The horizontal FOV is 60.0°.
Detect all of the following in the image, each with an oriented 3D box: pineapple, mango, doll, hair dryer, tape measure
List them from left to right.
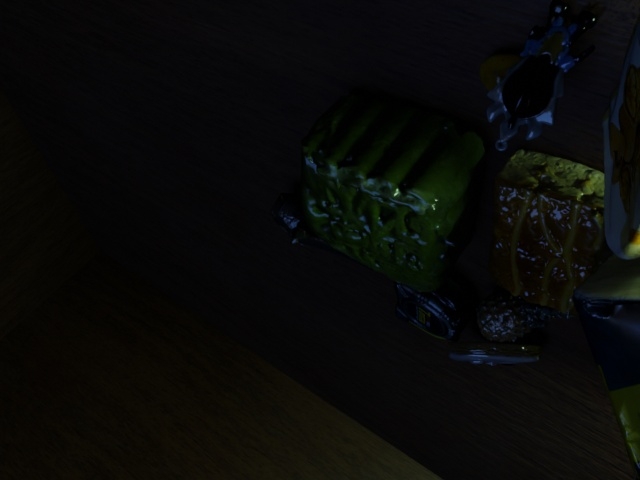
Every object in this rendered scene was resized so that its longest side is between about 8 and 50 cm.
[{"bbox_3d":[0.000,0.000,1.249,0.303,0.120,0.359,34,-169,3],"label":"hair dryer"},{"bbox_3d":[0.264,0.145,1.286,0.186,0.112,0.199,33,157,29],"label":"tape measure"},{"bbox_3d":[0.280,-0.229,0.797,0.114,0.057,0.079,35,155,27],"label":"mango"},{"bbox_3d":[0.418,0.149,1.123,0.197,0.108,0.108,-18,118,44],"label":"pineapple"},{"bbox_3d":[0.280,-0.207,0.723,0.096,0.070,0.195,32,111,20],"label":"doll"}]

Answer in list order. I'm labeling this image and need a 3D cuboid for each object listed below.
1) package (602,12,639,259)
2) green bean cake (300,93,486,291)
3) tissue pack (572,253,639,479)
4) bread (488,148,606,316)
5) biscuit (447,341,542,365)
[{"bbox_3d":[0.411,-0.123,0.583,0.164,0.222,0.311,2,159,19],"label":"package"},{"bbox_3d":[0.125,-0.074,1.035,0.335,0.218,0.319,27,149,28],"label":"green bean cake"},{"bbox_3d":[0.566,0.201,0.754,0.264,0.253,0.417,-5,113,55],"label":"tissue pack"},{"bbox_3d":[0.382,-0.002,0.931,0.184,0.114,0.275,23,149,30],"label":"bread"},{"bbox_3d":[0.387,0.256,1.246,0.208,0.049,0.181,-2,168,29],"label":"biscuit"}]
